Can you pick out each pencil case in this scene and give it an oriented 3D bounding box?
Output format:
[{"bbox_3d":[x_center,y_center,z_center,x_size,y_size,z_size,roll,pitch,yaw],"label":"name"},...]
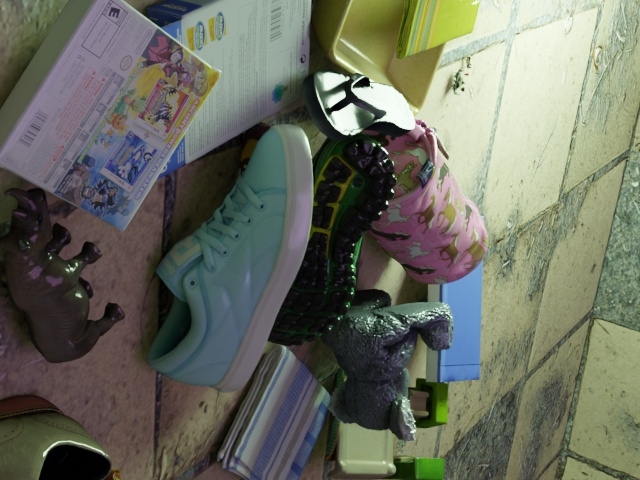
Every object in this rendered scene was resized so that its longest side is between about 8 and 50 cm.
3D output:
[{"bbox_3d":[0.158,-0.056,1.895,0.386,0.167,0.160,49,40,-60],"label":"pencil case"}]

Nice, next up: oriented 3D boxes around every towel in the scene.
[{"bbox_3d":[0.179,-0.337,1.725,0.237,0.021,0.102,-30,139,-53],"label":"towel"},{"bbox_3d":[-0.067,0.298,1.860,0.209,0.034,0.285,-64,154,-16],"label":"towel"}]

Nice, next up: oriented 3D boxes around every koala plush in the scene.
[{"bbox_3d":[0.089,0.211,1.900,0.203,0.196,0.221,-13,109,-49],"label":"koala plush"}]

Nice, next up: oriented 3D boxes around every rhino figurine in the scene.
[{"bbox_3d":[-0.288,0.036,1.238,0.106,0.073,0.243,-54,148,-34],"label":"rhino figurine"}]

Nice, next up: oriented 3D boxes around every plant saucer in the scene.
[{"bbox_3d":[0.106,-0.378,1.667,0.333,0.081,0.332,19,92,-63],"label":"plant saucer"}]

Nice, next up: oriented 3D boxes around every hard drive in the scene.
[{"bbox_3d":[0.256,0.104,2.200,0.210,0.040,0.318,10,81,-62],"label":"hard drive"}]

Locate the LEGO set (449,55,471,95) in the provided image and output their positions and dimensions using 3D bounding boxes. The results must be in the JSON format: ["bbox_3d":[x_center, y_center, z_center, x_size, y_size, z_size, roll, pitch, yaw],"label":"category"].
[{"bbox_3d":[0.244,-0.287,2.050,0.083,0.023,0.054,-59,156,-47],"label":"LEGO set"}]

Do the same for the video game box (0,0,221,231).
[{"bbox_3d":[-0.221,-0.135,1.196,0.187,0.048,0.205,34,88,-47],"label":"video game box"}]

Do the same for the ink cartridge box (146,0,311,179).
[{"bbox_3d":[-0.117,-0.214,1.390,0.311,0.065,0.185,-40,140,-48],"label":"ink cartridge box"}]

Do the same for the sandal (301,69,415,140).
[{"bbox_3d":[0.058,-0.188,1.554,0.254,0.054,0.097,-11,74,-58],"label":"sandal"}]

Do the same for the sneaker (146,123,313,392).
[{"bbox_3d":[-0.120,0.023,1.452,0.150,0.135,0.365,10,105,-30],"label":"sneaker"}]

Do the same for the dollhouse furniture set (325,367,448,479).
[{"bbox_3d":[0.082,0.335,2.123,0.301,0.151,0.197,14,75,-46],"label":"dollhouse furniture set"}]

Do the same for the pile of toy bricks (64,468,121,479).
[{"bbox_3d":[-0.279,0.303,1.426,0.212,0.118,0.105,44,30,-50],"label":"pile of toy bricks"}]

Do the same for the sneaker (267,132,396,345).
[{"bbox_3d":[0.000,0.000,1.672,0.343,0.134,0.146,-61,-162,15],"label":"sneaker"}]

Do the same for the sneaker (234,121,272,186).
[{"bbox_3d":[-0.085,-0.065,1.542,0.084,0.070,0.185,-41,140,-44],"label":"sneaker"}]

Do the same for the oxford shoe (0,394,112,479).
[{"bbox_3d":[-0.355,0.245,1.189,0.348,0.130,0.123,-19,124,-56],"label":"oxford shoe"}]
